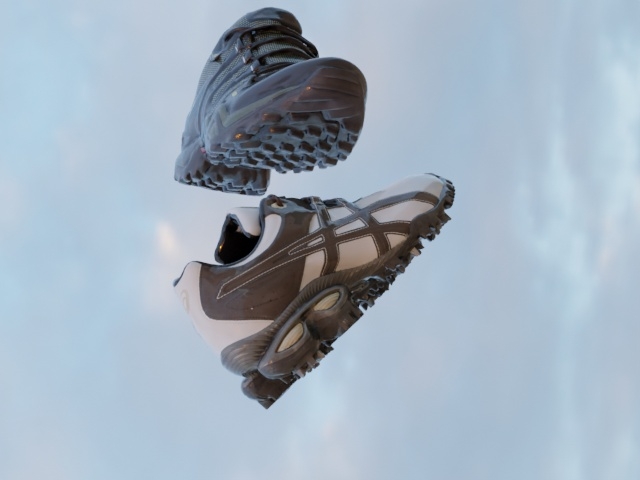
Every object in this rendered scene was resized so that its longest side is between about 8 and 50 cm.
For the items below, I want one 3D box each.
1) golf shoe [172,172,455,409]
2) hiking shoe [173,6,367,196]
[{"bbox_3d":[0.000,0.000,1.031,0.198,0.094,0.077,-42,-7,-47],"label":"golf shoe"},{"bbox_3d":[-0.037,-0.099,1.211,0.086,0.227,0.114,8,-102,-24],"label":"hiking shoe"}]
